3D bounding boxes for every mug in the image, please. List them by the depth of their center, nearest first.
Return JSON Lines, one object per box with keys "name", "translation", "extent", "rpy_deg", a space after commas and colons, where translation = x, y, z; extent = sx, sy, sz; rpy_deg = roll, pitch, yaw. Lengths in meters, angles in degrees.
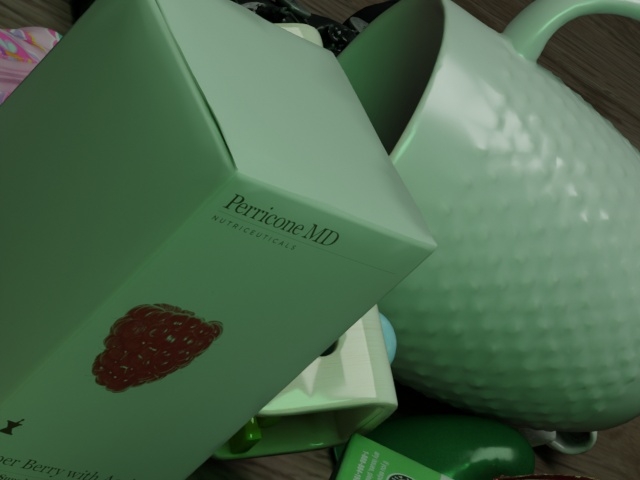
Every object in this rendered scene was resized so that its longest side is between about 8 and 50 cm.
{"name": "mug", "translation": [0.169, -0.035, 1.483], "extent": [0.328, 0.374, 0.276], "rpy_deg": [33, 11, -19]}

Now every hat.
{"name": "hat", "translation": [0.144, 0.156, 1.443], "extent": [0.208, 0.183, 0.173], "rpy_deg": [34, 26, -28]}

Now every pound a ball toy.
{"name": "pound a ball toy", "translation": [-0.042, -0.008, 1.309], "extent": [0.135, 0.208, 0.319], "rpy_deg": [-5, 71, -19]}

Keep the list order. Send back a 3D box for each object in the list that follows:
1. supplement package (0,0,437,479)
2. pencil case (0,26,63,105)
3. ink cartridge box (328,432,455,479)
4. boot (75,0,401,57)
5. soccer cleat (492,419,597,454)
{"name": "supplement package", "translation": [-0.113, 0.014, 1.094], "extent": [0.177, 0.293, 0.175], "rpy_deg": [20, 35, -46]}
{"name": "pencil case", "translation": [-0.239, -0.088, 1.207], "extent": [0.124, 0.124, 0.284], "rpy_deg": [50, 12, 7]}
{"name": "ink cartridge box", "translation": [0.112, 0.271, 1.176], "extent": [0.289, 0.122, 0.211], "rpy_deg": [25, 24, 0]}
{"name": "boot", "translation": [-0.037, -0.179, 1.751], "extent": [0.445, 0.146, 0.367], "rpy_deg": [11, 18, -34]}
{"name": "soccer cleat", "translation": [0.236, 0.133, 1.760], "extent": [0.331, 0.116, 0.143], "rpy_deg": [-4, 67, -57]}
